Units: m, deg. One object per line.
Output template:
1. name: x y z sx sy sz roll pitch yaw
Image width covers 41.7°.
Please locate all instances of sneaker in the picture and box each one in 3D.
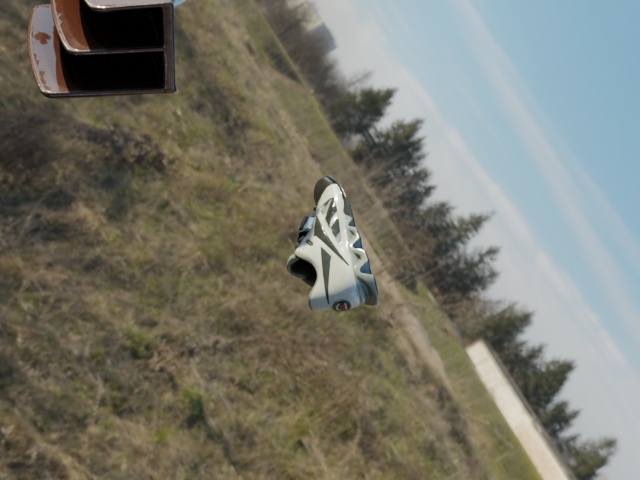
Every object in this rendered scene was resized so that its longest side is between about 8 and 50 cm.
1. sneaker: 0.000 0.000 1.568 0.330 0.146 0.122 -105 -178 -48

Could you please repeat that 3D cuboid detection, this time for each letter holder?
1. letter holder: -0.361 -0.369 1.333 0.302 0.214 0.152 -114 -157 -45

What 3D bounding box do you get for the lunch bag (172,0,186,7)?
1. lunch bag: -0.358 -0.637 1.597 0.328 0.238 0.386 -65 144 -63
